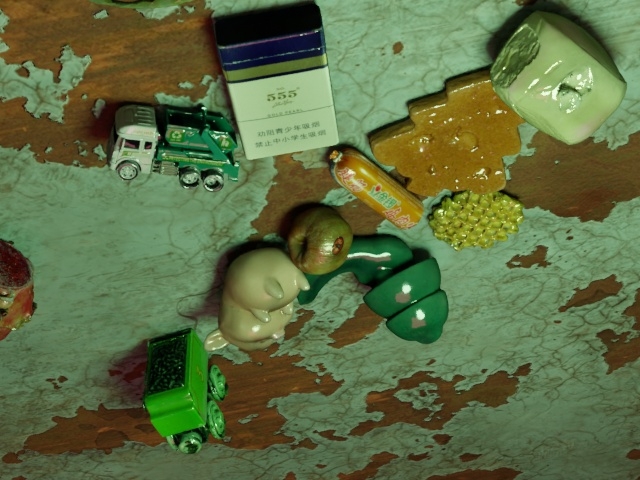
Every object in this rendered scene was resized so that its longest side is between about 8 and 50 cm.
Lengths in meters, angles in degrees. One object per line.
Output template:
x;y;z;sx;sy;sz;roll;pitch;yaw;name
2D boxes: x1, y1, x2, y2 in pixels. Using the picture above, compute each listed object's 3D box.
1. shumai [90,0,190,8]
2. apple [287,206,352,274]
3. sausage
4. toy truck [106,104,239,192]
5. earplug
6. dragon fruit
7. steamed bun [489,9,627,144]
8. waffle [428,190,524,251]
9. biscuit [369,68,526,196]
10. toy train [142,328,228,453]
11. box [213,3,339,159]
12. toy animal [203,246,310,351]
-0.153;-0.425;1.205;0.395;0.348;0.395;-8;139;-7;shumai
-0.002;0.001;1.927;0.102;0.126;0.126;-10;149;-40;apple
0.092;-0.099;1.860;0.071;0.071;0.234;-32;136;26;sausage
-0.237;-0.163;1.700;0.216;0.110;0.116;6;126;-17;toy truck
0.122;0.102;2.039;0.257;0.280;0.164;-34;172;-24;earplug
-0.611;0.072;1.834;0.282;0.211;0.147;25;127;-38;dragon fruit
0.393;-0.244;1.646;0.239;0.152;0.170;27;110;-37;steamed bun
0.301;-0.041;1.996;0.191;0.038;0.191;-5;141;-4;waffle
0.250;-0.191;1.799;0.284;0.043;0.306;17;132;-24;biscuit
-0.284;0.319;2.177;0.133;0.243;0.188;-17;132;11;toy train
-0.065;-0.248;1.647;0.168;0.071;0.259;-9;141;0;box
-0.124;0.116;2.018;0.167;0.154;0.250;-10;142;-36;toy animal
